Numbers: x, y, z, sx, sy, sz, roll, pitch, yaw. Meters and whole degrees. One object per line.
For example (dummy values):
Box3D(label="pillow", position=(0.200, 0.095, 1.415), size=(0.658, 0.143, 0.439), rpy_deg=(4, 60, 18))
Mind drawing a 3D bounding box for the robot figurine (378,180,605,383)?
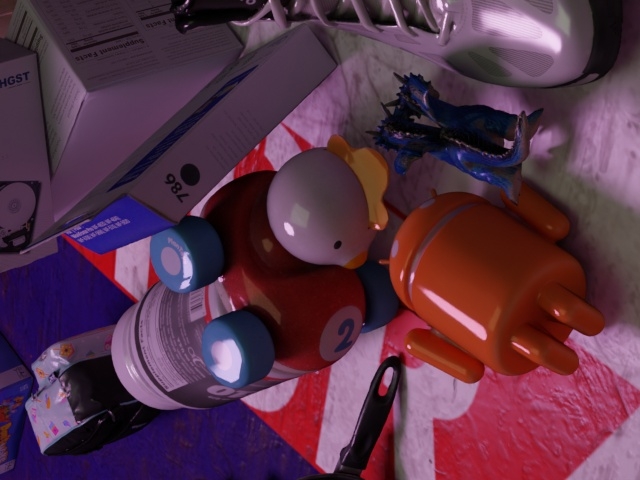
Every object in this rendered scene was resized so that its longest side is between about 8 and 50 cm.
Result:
Box3D(label="robot figurine", position=(0.149, 0.039, 1.541), size=(0.219, 0.128, 0.158), rpy_deg=(37, 135, 37))

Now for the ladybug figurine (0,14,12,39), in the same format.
Box3D(label="ladybug figurine", position=(-0.486, -0.202, 2.220), size=(0.305, 0.162, 0.449), rpy_deg=(59, 144, 12))

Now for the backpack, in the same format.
Box3D(label="backpack", position=(-0.288, 0.193, 2.166), size=(0.144, 0.166, 0.188), rpy_deg=(60, 140, 16))

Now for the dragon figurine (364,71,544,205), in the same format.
Box3D(label="dragon figurine", position=(0.110, -0.091, 1.461), size=(0.144, 0.289, 0.085), rpy_deg=(14, 98, 2))

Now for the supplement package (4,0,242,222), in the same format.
Box3D(label="supplement package", position=(-0.239, -0.161, 1.881), size=(0.145, 0.204, 0.262), rpy_deg=(56, 143, 18))

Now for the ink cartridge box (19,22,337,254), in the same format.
Box3D(label="ink cartridge box", position=(-0.137, -0.081, 1.683), size=(0.065, 0.333, 0.165), rpy_deg=(53, 148, -13))

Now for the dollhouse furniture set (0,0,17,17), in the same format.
Box3D(label="dollhouse furniture set", position=(-0.429, -0.365, 1.960), size=(0.303, 0.198, 0.286), rpy_deg=(-158, 48, -80))

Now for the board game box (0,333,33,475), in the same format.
Box3D(label="board game box", position=(-0.577, 0.174, 2.611), size=(0.347, 0.078, 0.233), rpy_deg=(49, 140, 25))

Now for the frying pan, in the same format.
Box3D(label="frying pan", position=(-0.002, 0.277, 1.845), size=(0.053, 0.197, 0.326), rpy_deg=(-113, 17, -69))

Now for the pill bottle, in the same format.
Box3D(label="pill bottle", position=(-0.111, 0.098, 1.887), size=(0.283, 0.161, 0.161), rpy_deg=(-27, 86, 55))

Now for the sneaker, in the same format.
Box3D(label="sneaker", position=(0.025, -0.204, 1.464), size=(0.447, 0.257, 0.169), rpy_deg=(26, 127, 43))

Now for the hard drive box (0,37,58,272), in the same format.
Box3D(label="hard drive box", position=(-0.382, -0.076, 1.780), size=(0.089, 0.181, 0.232), rpy_deg=(25, 128, 44))

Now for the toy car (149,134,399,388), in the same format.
Box3D(label="toy car", position=(0.000, 0.000, 1.649), size=(0.238, 0.219, 0.210), rpy_deg=(-39, 76, 48))
